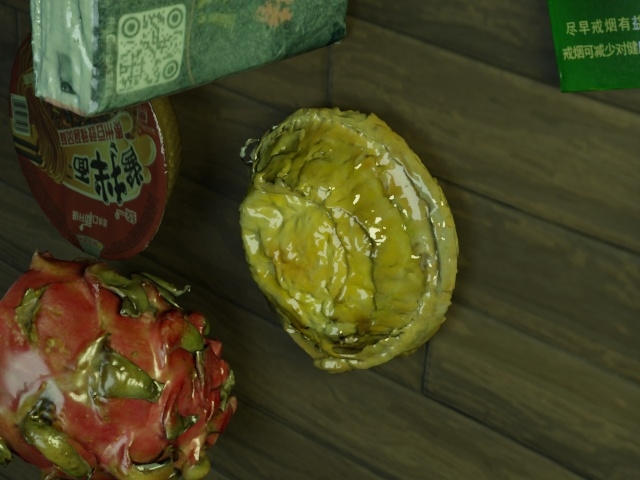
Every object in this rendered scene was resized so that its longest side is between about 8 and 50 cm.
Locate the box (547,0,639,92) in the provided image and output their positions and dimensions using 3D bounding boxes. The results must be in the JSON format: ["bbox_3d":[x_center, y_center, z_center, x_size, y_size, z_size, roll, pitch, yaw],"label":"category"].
[{"bbox_3d":[0.227,-0.233,1.070,0.132,0.034,0.235,1,109,45],"label":"box"}]

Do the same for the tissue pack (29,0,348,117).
[{"bbox_3d":[-0.099,-0.248,1.181,0.103,0.315,0.228,24,122,34],"label":"tissue pack"}]

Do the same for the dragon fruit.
[{"bbox_3d":[-0.237,0.163,1.546,0.291,0.269,0.250,34,161,-2],"label":"dragon fruit"}]

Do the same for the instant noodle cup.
[{"bbox_3d":[-0.228,-0.117,1.533,0.274,0.090,0.274,20,121,38],"label":"instant noodle cup"}]

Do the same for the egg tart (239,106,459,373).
[{"bbox_3d":[0.000,0.000,1.349,0.290,0.107,0.291,20,120,38],"label":"egg tart"}]
